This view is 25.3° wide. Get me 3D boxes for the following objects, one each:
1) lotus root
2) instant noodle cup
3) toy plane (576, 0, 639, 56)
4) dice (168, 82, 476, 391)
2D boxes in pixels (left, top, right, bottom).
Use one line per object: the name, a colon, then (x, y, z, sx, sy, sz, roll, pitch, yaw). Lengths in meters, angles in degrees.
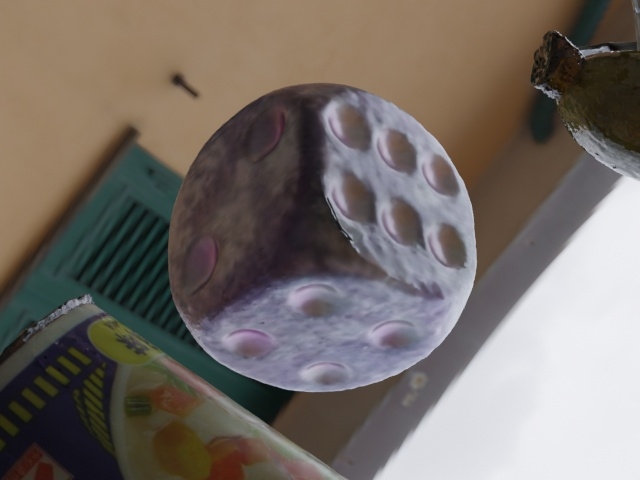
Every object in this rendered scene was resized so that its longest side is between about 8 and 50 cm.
lotus root: (0.213, -0.072, 0.884, 0.183, 0.090, 0.077, 23, -85, 5)
instant noodle cup: (-0.077, 0.200, 0.789, 0.312, 0.284, 0.284, 41, -86, 5)
toy plane: (0.230, -0.137, 0.930, 0.181, 0.273, 0.107, 2, -125, 14)
dice: (0.000, 0.000, 1.657, 0.271, 0.270, 0.270, -34, -135, 37)
